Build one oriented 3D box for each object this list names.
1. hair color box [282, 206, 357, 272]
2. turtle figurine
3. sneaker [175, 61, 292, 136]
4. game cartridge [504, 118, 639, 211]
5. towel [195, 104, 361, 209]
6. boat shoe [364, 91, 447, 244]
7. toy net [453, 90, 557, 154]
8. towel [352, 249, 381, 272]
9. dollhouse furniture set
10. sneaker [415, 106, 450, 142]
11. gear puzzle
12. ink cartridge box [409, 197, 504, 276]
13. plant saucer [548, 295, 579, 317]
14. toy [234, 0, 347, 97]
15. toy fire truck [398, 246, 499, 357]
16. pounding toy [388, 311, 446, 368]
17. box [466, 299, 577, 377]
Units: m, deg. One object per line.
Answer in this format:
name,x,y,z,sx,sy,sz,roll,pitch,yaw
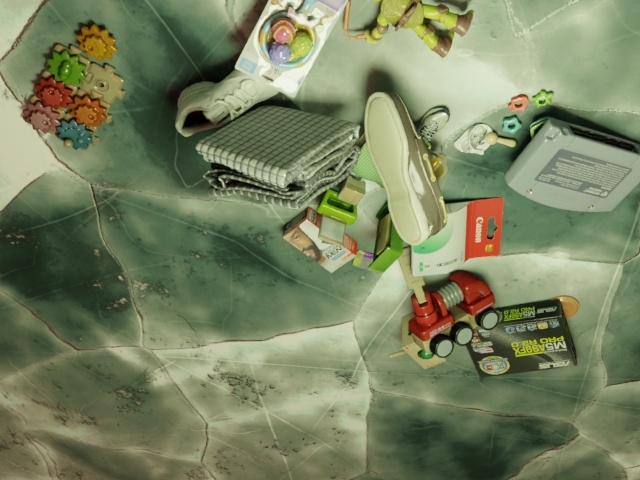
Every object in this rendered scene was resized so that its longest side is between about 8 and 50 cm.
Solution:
hair color box,0.000,0.000,2.014,0.167,0.053,0.093,36,128,-24
turtle figurine,0.177,-0.446,1.545,0.217,0.087,0.269,23,132,-15
sneaker,-0.179,-0.296,1.702,0.297,0.129,0.111,-25,123,25
game cartridge,0.554,-0.151,1.765,0.294,0.060,0.196,12,132,-23
towel,-0.079,-0.167,1.663,0.235,0.283,0.121,18,126,25
boat shoe,0.181,-0.156,1.679,0.116,0.096,0.324,2,114,57
toy net,0.395,-0.236,1.746,0.232,0.045,0.122,-15,131,20
towel,0.126,0.054,2.079,0.083,0.009,0.060,13,134,-5
dollhouse furniture set,0.127,-0.088,1.806,0.197,0.151,0.301,21,144,-13
sneaker,0.228,-0.231,1.763,0.052,0.058,0.135,35,127,-24
gear puzzle,-0.523,-0.327,1.771,0.175,0.044,0.339,28,130,-18
ink cartridge box,0.324,-0.006,1.935,0.224,0.056,0.181,-5,128,1
plant saucer,0.633,0.176,2.131,0.083,0.013,0.083,3,134,3
toy,-0.053,-0.403,1.580,0.136,0.056,0.237,25,109,-16
toy fire truck,0.301,0.129,2.038,0.217,0.158,0.246,-28,118,-14
pounding toy,0.260,0.274,2.181,0.100,0.141,0.130,-28,124,30
box,0.530,0.268,2.188,0.270,0.060,0.216,-10,131,21
